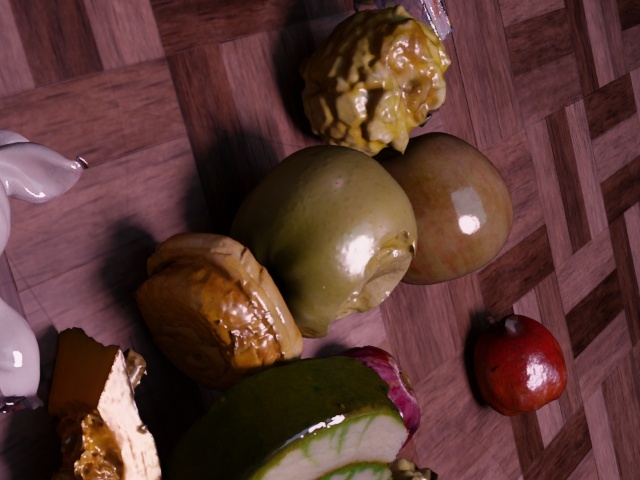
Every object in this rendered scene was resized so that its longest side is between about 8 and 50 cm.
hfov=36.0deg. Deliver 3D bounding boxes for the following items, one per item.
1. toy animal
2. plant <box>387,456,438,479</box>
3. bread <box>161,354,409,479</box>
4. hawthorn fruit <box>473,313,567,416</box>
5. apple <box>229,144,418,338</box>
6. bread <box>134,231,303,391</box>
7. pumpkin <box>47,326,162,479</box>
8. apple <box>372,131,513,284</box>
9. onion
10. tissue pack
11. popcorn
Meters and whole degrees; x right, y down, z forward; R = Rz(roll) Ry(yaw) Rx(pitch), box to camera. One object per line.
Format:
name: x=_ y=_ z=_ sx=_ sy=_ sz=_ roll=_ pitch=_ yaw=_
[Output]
toy animal: x=-0.371 y=0.024 z=0.994 sx=0.247 sy=0.183 sz=0.310 roll=2 pitch=79 yaw=-56
plant: x=0.108 y=0.501 z=1.454 sx=0.306 sy=0.261 sz=0.297 roll=-47 pitch=120 yaw=-27
bread: x=-0.047 y=0.319 z=1.265 sx=0.382 sy=0.129 sz=0.366 roll=-47 pitch=142 yaw=-3
hawthorn fruit: x=0.373 y=0.232 z=1.892 sx=0.185 sy=0.185 sz=0.202 roll=-37 pitch=99 yaw=-46
apple: x=0.000 y=0.000 z=1.386 sx=0.279 sy=0.279 sz=0.279 roll=8 pitch=80 yaw=-50
bread: x=-0.128 y=0.098 z=1.262 sx=0.120 sy=0.198 sz=0.236 roll=-48 pitch=123 yaw=-36
pumpkin: x=-0.255 y=0.236 z=1.150 sx=0.126 sy=0.131 sz=0.248 roll=23 pitch=73 yaw=-39
apple: x=0.180 y=-0.057 z=1.619 sx=0.257 sy=0.257 sz=0.234 roll=-39 pitch=107 yaw=-46
onion: x=0.078 y=0.252 z=1.544 sx=0.177 sy=0.153 sz=0.177 roll=27 pitch=48 yaw=-35
tissue pack: x=0.140 y=-0.383 z=1.684 sx=0.060 sy=0.148 sz=0.108 roll=-49 pitch=122 yaw=-34
popcorn: x=0.090 y=-0.239 z=1.543 sx=0.225 sy=0.249 sz=0.249 roll=53 pitch=48 yaw=-29
